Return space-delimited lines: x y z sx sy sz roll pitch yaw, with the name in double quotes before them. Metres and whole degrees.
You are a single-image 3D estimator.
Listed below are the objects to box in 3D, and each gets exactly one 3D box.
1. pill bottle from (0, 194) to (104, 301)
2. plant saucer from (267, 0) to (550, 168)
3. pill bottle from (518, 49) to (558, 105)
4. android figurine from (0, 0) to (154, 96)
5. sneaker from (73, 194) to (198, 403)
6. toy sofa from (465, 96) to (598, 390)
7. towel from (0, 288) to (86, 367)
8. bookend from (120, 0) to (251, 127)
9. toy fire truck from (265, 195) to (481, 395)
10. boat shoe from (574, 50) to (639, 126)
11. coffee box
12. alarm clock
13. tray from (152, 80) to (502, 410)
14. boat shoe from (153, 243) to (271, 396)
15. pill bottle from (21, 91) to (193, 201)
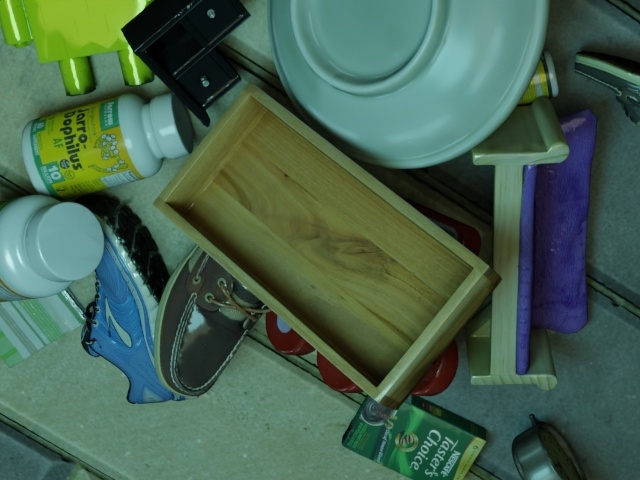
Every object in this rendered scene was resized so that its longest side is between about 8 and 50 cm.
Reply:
"pill bottle" -0.400 0.011 1.667 0.246 0.136 0.136 -7 113 45
"plant saucer" 0.075 -0.284 1.507 0.401 0.101 0.400 4 98 35
"pill bottle" 0.249 -0.206 1.640 0.116 0.065 0.065 -13 108 8
"android figurine" -0.307 -0.330 1.645 0.248 0.056 0.272 -7 110 7
"sneaker" -0.283 0.094 1.751 0.147 0.130 0.330 -18 107 7
"toy sofa" 0.278 0.008 1.638 0.177 0.150 0.362 -1 119 3
"towel" -0.427 0.106 1.824 0.152 0.023 0.113 -31 102 16
"bookend" -0.145 -0.258 1.623 0.156 0.072 0.157 -39 130 5
"toy fire truck" 0.071 0.056 1.650 0.169 0.302 0.253 9 103 -39
"boat shoe" 0.418 -0.179 1.594 0.224 0.080 0.073 25 114 26
"coffee box" 0.138 0.289 1.831 0.184 0.040 0.113 27 109 -5
"alarm clock" 0.321 0.332 1.753 0.064 0.192 0.129 -36 102 16
"tray" 0.000 0.000 1.540 0.411 0.076 0.203 40 92 26
"boat shoe" -0.116 0.053 1.666 0.123 0.123 0.342 28 85 -26
"pill bottle" -0.282 -0.130 1.678 0.209 0.117 0.117 -14 107 9
